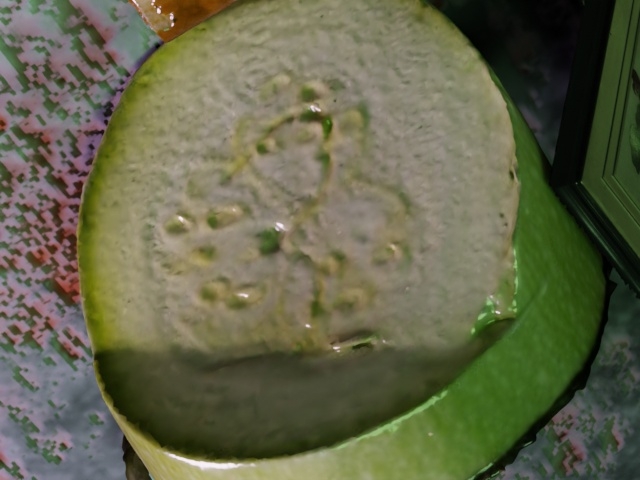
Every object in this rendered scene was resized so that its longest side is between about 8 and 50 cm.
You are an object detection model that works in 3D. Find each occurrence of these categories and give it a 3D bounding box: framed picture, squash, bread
[{"bbox_3d":[0.161,-0.045,0.805,0.010,0.195,0.199,-11,138,34],"label":"framed picture"},{"bbox_3d":[0.000,0.015,0.738,0.220,0.220,0.133,-30,133,-1],"label":"squash"},{"bbox_3d":[-0.042,-0.115,0.749,0.083,0.036,0.047,-31,130,3],"label":"bread"}]

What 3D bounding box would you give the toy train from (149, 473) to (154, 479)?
[{"bbox_3d":[-0.013,0.089,0.879,0.170,0.071,0.111,-2,130,-21],"label":"toy train"}]
